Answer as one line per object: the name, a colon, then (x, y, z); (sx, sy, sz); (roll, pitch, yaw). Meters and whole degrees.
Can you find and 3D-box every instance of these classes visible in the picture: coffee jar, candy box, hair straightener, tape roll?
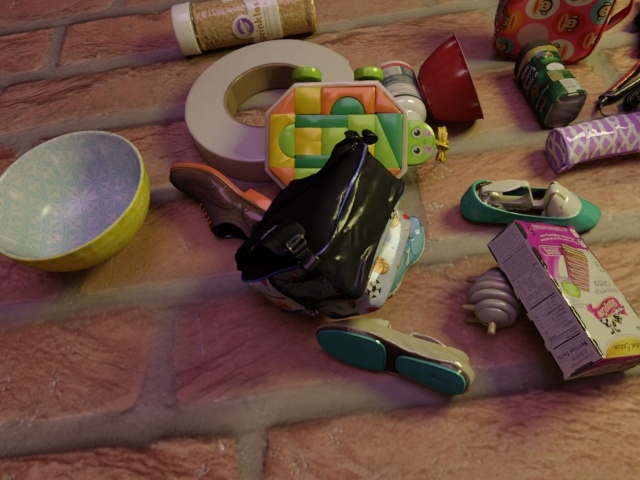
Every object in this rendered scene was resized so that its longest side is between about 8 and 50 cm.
coffee jar: (0.473, -0.331, 1.017); (0.078, 0.096, 0.185); (-9, 56, -2)
candy box: (0.378, 0.082, 0.737); (0.159, 0.071, 0.234); (3, 52, -31)
hair straightener: (0.669, -0.326, 1.005); (0.230, 0.047, 0.089); (-37, 61, -8)
tape roll: (-0.105, -0.301, 1.088); (0.391, 0.072, 0.393); (-4, 57, 6)

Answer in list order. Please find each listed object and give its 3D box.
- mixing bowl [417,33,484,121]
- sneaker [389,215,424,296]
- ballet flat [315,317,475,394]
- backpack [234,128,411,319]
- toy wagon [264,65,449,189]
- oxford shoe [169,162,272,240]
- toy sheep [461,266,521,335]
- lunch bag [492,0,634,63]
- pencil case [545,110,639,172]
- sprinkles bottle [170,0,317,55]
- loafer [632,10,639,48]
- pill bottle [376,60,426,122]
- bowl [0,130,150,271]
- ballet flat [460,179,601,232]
mixing bowl: (0.260, -0.318, 1.007); (0.098, 0.181, 0.182); (-19, 55, 19)
sneaker: (0.139, 0.019, 0.848); (0.063, 0.073, 0.162); (20, 62, 19)
ballet flat: (0.116, 0.168, 0.762); (0.248, 0.086, 0.086); (18, 61, 16)
backpack: (0.000, 0.000, 0.783); (0.263, 0.213, 0.277); (-15, 37, 46)
toy wagon: (0.068, -0.186, 0.911); (0.343, 0.068, 0.268); (1, 93, 8)
oxford shoe: (-0.200, -0.068, 0.938); (0.271, 0.097, 0.098); (25, 70, 21)
toy sheep: (0.275, 0.096, 0.776); (0.091, 0.091, 0.132); (10, 54, 14)
lunch bag: (0.514, -0.514, 1.013); (0.257, 0.293, 0.120); (12, 61, 10)
pencil case: (0.541, -0.188, 0.928); (0.205, 0.086, 0.088); (-11, 80, 2)
sprinkles bottle: (-0.190, -0.562, 1.235); (0.354, 0.121, 0.121); (-10, 57, 1)
loafer: (0.756, -0.509, 1.106); (0.078, 0.076, 0.224); (11, 63, 5)
pill bottle: (0.161, -0.276, 1.015); (0.107, 0.108, 0.180); (-8, 57, 2)
bowl: (-0.444, -0.049, 0.918); (0.289, 0.156, 0.290); (-3, 57, 5)
ballet flat: (0.377, -0.066, 0.864); (0.247, 0.087, 0.083); (5, 58, 10)
